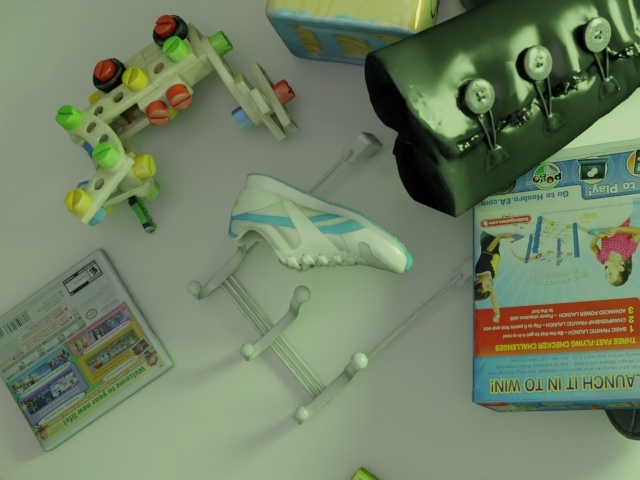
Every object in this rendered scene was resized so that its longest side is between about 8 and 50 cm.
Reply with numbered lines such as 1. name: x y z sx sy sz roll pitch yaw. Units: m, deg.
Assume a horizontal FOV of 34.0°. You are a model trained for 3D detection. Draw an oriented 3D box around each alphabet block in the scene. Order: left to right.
1. alphabet block: 0.054 -0.341 1.333 0.193 0.192 0.197 9 86 9

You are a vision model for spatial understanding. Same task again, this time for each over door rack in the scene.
1. over door rack: 0.017 0.042 1.335 0.324 0.108 0.239 -41 79 3

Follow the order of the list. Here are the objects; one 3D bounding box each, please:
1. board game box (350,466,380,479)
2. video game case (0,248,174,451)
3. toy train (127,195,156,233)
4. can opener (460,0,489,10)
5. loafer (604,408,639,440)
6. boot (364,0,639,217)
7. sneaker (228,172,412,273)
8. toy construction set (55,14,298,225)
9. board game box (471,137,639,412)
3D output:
1. board game box: 0.097 0.376 1.314 0.181 0.043 0.092 34 90 12
2. video game case: -0.334 0.148 1.426 0.212 0.023 0.193 -34 79 4
3. toy train: -0.251 -0.046 1.434 0.017 0.024 0.083 -32 79 5
4. can opener: 0.294 -0.401 1.367 0.280 0.074 0.093 -29 117 6
5. loafer: 0.361 0.118 1.288 0.096 0.084 0.267 -28 63 31
6. boot: 0.239 -0.286 1.220 0.445 0.146 0.367 -29 101 -9
7. sneaker: 0.000 0.000 1.264 0.228 0.087 0.092 21 81 13
8. toy construction set: -0.201 -0.165 1.374 0.327 0.151 0.215 -24 55 -2
9. board game box: 0.334 0.041 1.219 0.308 0.086 0.302 -6 72 29
